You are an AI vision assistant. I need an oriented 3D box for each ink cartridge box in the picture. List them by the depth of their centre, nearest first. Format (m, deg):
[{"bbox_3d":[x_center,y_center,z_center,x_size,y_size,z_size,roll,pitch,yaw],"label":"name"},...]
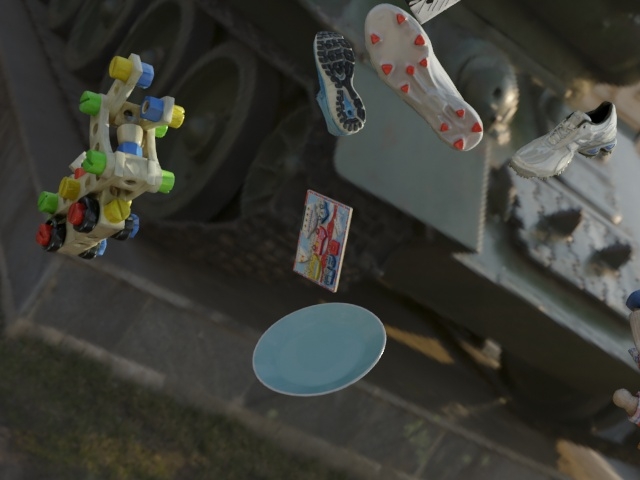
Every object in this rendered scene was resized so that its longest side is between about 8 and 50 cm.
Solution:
[{"bbox_3d":[0.246,-0.483,1.793,0.097,0.207,0.046,34,28,-61],"label":"ink cartridge box"}]

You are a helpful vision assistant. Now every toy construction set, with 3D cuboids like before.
[{"bbox_3d":[-0.301,-0.094,1.367,0.151,0.215,0.327,7,-20,-22],"label":"toy construction set"}]

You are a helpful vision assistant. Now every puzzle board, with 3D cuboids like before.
[{"bbox_3d":[0.000,0.000,1.449,0.011,0.128,0.096,-3,20,-43],"label":"puzzle board"}]

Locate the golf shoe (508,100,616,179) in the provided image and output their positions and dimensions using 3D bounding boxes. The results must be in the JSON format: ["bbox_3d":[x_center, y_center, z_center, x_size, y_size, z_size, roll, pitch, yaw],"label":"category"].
[{"bbox_3d":[0.342,-0.147,1.396,0.069,0.176,0.086,49,-26,38],"label":"golf shoe"}]

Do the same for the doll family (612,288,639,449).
[{"bbox_3d":[0.331,0.132,0.740,0.262,0.118,0.163,0,63,-7],"label":"doll family"}]

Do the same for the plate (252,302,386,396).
[{"bbox_3d":[-0.001,0.153,1.362,0.188,0.188,0.024,51,-19,54],"label":"plate"}]

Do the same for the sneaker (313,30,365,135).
[{"bbox_3d":[0.012,-0.228,1.452,0.063,0.162,0.073,-5,-9,-31],"label":"sneaker"}]

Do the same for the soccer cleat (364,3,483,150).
[{"bbox_3d":[0.111,-0.179,1.106,0.196,0.068,0.076,50,8,-19],"label":"soccer cleat"}]
